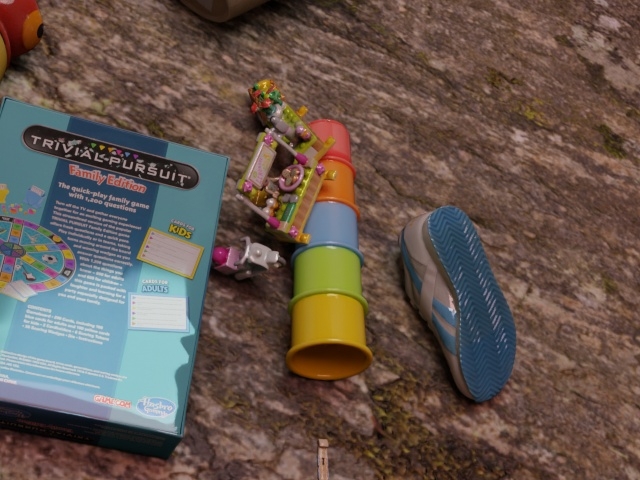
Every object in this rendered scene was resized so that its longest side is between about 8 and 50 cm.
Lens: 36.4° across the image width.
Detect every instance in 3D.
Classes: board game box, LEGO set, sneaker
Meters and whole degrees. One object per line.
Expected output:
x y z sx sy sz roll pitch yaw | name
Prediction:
-0.246 0.034 1.010 0.254 0.079 0.336 15 57 -13 | board game box
-0.063 -0.102 1.111 0.107 0.132 0.287 36 47 -42 | LEGO set
0.158 0.077 1.141 0.087 0.092 0.228 -13 86 -30 | sneaker

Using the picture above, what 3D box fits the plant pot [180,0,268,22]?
-0.081 -0.421 1.266 0.256 0.256 0.274 37 71 3 | plant pot

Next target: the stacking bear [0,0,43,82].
-0.403 -0.202 1.049 0.164 0.175 0.289 18 46 8 | stacking bear

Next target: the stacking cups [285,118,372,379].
0.000 0.000 1.126 0.096 0.096 0.316 7 55 -17 | stacking cups

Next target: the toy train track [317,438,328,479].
0.005 0.247 1.019 0.048 0.014 0.083 8 58 -17 | toy train track
